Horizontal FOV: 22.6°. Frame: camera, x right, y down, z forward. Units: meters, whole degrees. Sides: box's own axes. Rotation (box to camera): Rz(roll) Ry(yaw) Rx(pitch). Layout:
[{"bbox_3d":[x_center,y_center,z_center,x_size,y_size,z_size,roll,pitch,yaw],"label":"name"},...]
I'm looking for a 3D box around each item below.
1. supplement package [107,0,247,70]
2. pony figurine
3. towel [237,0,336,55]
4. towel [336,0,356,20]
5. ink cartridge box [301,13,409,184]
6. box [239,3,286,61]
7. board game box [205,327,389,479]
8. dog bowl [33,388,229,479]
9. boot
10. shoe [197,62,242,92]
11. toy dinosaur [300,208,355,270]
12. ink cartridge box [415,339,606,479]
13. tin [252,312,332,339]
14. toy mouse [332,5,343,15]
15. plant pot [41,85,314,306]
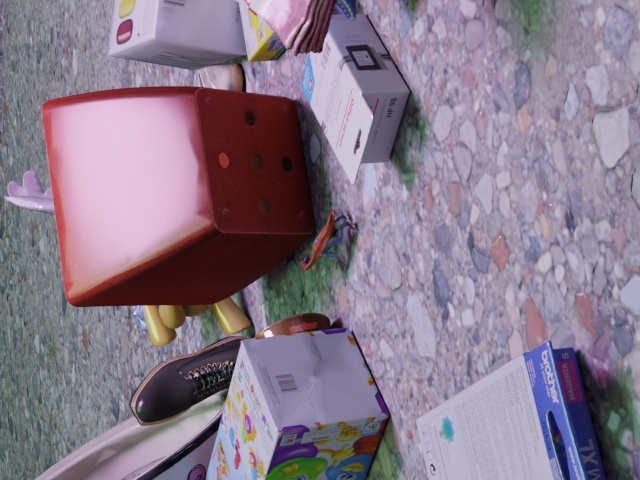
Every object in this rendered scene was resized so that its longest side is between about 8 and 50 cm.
[{"bbox_3d":[-0.192,-0.316,2.189,0.244,0.134,0.139,180,98,-68],"label":"supplement package"},{"bbox_3d":[-0.261,-0.035,2.336,0.351,0.303,0.363,13,128,67],"label":"pony figurine"},{"bbox_3d":[-0.087,-0.351,1.485,0.329,0.037,0.237,42,134,29],"label":"towel"},{"bbox_3d":[-0.059,-0.409,1.724,0.040,0.243,0.336,-31,44,20],"label":"towel"},{"bbox_3d":[0.042,-0.156,1.771,0.104,0.060,0.180,106,150,-41],"label":"ink cartridge box"},{"bbox_3d":[-0.055,-0.303,2.005,0.179,0.043,0.105,143,120,-68],"label":"box"},{"bbox_3d":[-0.034,0.255,1.951,0.275,0.142,0.144,107,149,-43],"label":"board game box"},{"bbox_3d":[-0.249,0.360,2.218,0.150,0.408,0.408,61,160,-9],"label":"dog bowl"},{"bbox_3d":[-0.155,0.185,2.175,0.077,0.198,0.137,60,157,-10],"label":"boot"},{"bbox_3d":[-0.141,-0.138,2.235,0.076,0.058,0.219,-151,59,-64],"label":"shoe"},{"bbox_3d":[0.000,0.000,1.902,0.082,0.090,0.047,-43,52,6],"label":"toy dinosaur"},{"bbox_3d":[0.188,0.216,1.497,0.311,0.065,0.186,131,130,-64],"label":"ink cartridge box"},{"bbox_3d":[-0.043,0.153,2.002,0.040,0.106,0.189,64,152,26],"label":"tin"},{"bbox_3d":[0.001,-0.295,1.812,0.143,0.031,0.161,-73,-31,-62],"label":"toy mouse"},{"bbox_3d":[-0.161,-0.069,2.025,0.236,0.267,0.267,-16,79,40],"label":"plant pot"}]
